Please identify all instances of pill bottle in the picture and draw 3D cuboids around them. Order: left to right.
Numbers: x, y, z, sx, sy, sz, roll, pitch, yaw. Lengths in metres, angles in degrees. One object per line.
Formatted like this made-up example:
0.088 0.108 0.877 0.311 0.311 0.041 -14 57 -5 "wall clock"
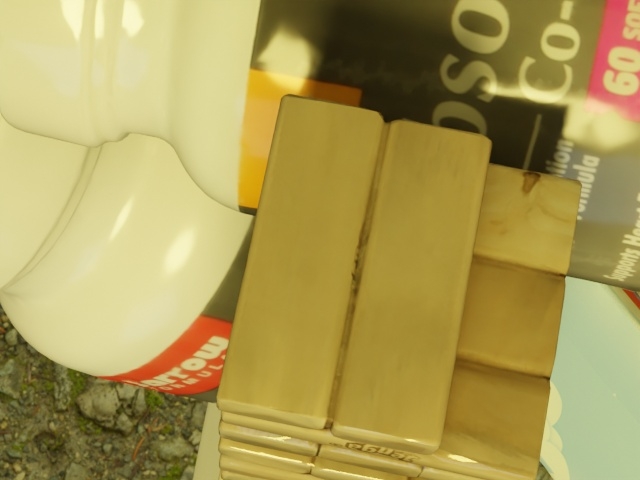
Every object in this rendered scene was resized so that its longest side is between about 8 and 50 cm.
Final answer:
-0.037 -0.020 0.829 0.363 0.210 0.210 17 168 -36 "pill bottle"
0.040 -0.076 0.568 0.278 0.162 0.162 10 170 2 "pill bottle"

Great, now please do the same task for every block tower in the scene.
0.013 0.061 0.592 0.091 0.097 0.335 12 163 1 "block tower"

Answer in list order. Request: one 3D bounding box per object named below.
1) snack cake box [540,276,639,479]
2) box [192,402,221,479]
0.146 0.034 0.705 0.152 0.264 0.089 -27 163 -44 "snack cake box"
0.041 0.109 1.355 0.231 0.262 0.127 7 169 25 "box"
